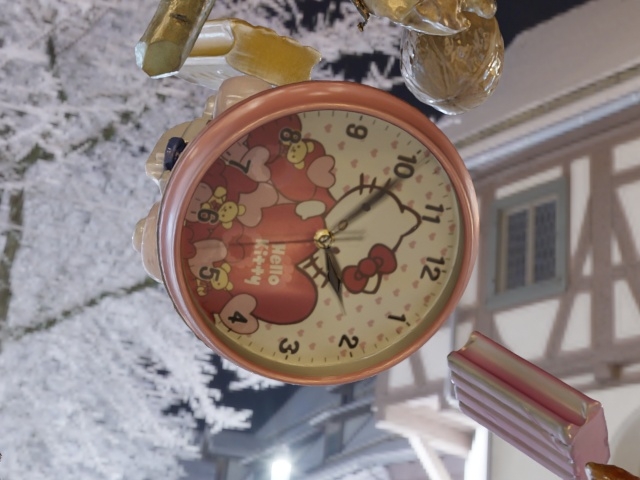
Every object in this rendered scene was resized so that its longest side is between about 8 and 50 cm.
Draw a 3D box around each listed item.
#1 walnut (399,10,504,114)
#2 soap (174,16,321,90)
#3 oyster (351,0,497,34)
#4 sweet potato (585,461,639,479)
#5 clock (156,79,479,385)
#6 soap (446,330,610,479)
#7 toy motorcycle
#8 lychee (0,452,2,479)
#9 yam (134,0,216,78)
[{"bbox_3d":[0.167,-0.237,1.311,0.140,0.162,0.140,14,-22,6],"label":"walnut"},{"bbox_3d":[-0.139,-0.299,1.700,0.173,0.089,0.274,17,-2,-33],"label":"soap"},{"bbox_3d":[0.052,-0.346,1.088,0.197,0.337,0.133,-15,-19,-37],"label":"oyster"},{"bbox_3d":[0.186,0.219,0.464,0.078,0.255,0.058,11,-41,-26],"label":"sweet potato"},{"bbox_3d":[0.000,-0.001,0.776,0.244,0.245,0.056,11,18,-10],"label":"clock"},{"bbox_3d":[0.254,0.207,1.277,0.203,0.065,0.122,30,-29,42],"label":"soap"},{"bbox_3d":[-0.092,-0.047,0.900,0.112,0.254,0.112,9,-49,10],"label":"toy motorcycle"},{"bbox_3d":[-0.280,0.140,0.606,0.194,0.195,0.194,5,-24,2],"label":"lychee"},{"bbox_3d":[-0.194,-0.284,1.383,0.069,0.147,0.070,28,-1,0],"label":"yam"}]
